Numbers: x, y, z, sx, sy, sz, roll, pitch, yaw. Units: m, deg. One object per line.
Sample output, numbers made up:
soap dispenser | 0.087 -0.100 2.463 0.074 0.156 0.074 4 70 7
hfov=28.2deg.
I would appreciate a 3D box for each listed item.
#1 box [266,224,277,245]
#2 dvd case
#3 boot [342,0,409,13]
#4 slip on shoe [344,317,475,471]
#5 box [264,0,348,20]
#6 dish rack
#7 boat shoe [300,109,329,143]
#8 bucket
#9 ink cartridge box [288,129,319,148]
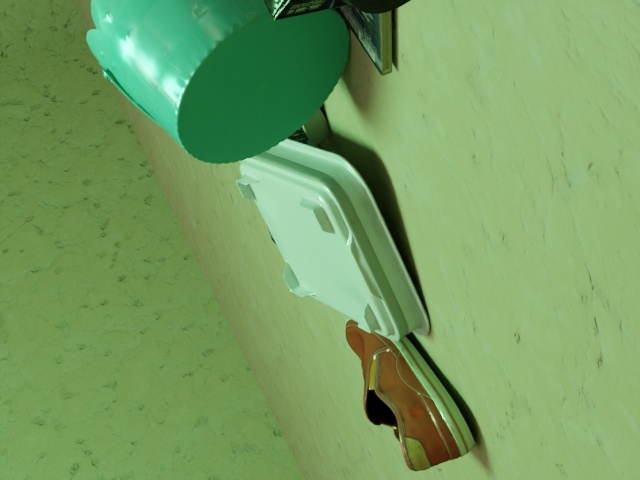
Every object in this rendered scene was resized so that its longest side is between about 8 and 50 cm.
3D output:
box | -0.072 -0.057 1.951 0.116 0.029 0.162 -136 26 -64
dvd case | 0.034 -0.303 1.332 0.221 0.018 0.165 84 161 -54
boot | -0.001 -0.383 1.043 0.260 0.131 0.348 42 142 51
slip on shoe | 0.097 0.200 1.753 0.331 0.101 0.123 52 169 56
box | -0.004 -0.303 1.145 0.180 0.147 0.077 66 149 13
dish rack | 0.000 0.000 1.732 0.333 0.072 0.286 23 142 60
boat shoe | -0.022 -0.191 1.731 0.038 0.046 0.125 44 162 52
bucket | -0.112 -0.237 1.506 0.183 0.281 0.281 52 162 27
ink cartridge box | -0.063 -0.160 1.937 0.186 0.065 0.311 105 143 -71
